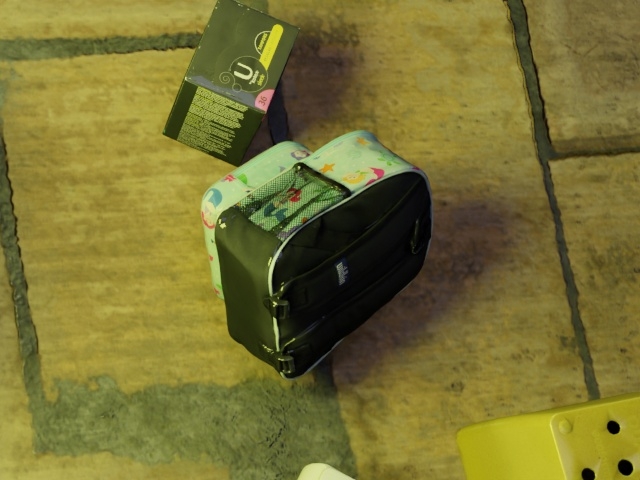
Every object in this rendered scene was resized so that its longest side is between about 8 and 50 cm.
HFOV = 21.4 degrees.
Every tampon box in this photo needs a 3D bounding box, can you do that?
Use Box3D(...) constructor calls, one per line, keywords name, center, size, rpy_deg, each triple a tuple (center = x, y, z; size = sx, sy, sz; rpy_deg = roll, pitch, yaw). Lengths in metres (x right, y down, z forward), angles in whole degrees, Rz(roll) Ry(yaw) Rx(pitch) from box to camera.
Box3D(name="tampon box", center=(-0.104, -0.181, 1.947), size=(0.101, 0.161, 0.120), rpy_deg=(23, 66, -6))

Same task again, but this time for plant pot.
Box3D(name="plant pot", center=(0.299, 0.271, 1.876), size=(0.212, 0.187, 0.212), rpy_deg=(-9, 73, -18))

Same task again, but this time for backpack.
Box3D(name="backpack", center=(0.000, 0.000, 1.873), size=(0.253, 0.225, 0.191), rpy_deg=(-32, 51, -23))

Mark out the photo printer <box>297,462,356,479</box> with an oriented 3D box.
Box3D(name="photo printer", center=(0.031, 0.427, 1.785), size=(0.256, 0.107, 0.308), rpy_deg=(29, 65, -7))
